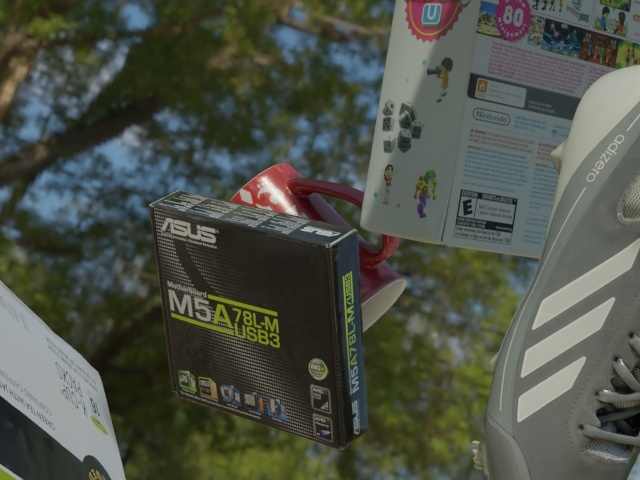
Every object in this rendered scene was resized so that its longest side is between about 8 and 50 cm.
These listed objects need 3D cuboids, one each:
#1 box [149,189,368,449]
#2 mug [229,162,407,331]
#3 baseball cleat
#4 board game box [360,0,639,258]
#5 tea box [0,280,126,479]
[{"bbox_3d":[-0.051,0.063,1.238,0.190,0.045,0.184,14,-59,34],"label":"box"},{"bbox_3d":[0.001,0.002,1.474,0.169,0.150,0.113,48,10,15],"label":"mug"},{"bbox_3d":[0.122,0.031,0.575,0.072,0.206,0.109,11,-2,-37],"label":"baseball cleat"},{"bbox_3d":[0.164,-0.139,1.122,0.224,0.303,0.097,8,2,-38],"label":"board game box"},{"bbox_3d":[-0.239,0.205,0.572,0.329,0.323,0.220,-23,-31,5],"label":"tea box"}]
